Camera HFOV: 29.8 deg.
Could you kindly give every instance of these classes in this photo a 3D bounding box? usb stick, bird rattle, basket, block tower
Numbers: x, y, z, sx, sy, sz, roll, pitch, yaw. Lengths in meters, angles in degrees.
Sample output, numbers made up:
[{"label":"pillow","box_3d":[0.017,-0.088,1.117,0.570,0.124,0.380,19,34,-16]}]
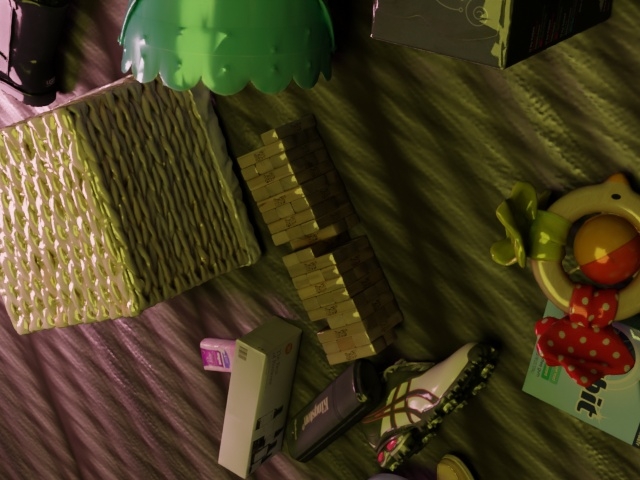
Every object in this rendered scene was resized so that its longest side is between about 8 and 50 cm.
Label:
[{"label":"usb stick","box_3d":[0.015,0.253,1.763,0.278,0.045,0.077,130,134,-54]},{"label":"bird rattle","box_3d":[0.316,0.033,1.419,0.207,0.143,0.253,-31,75,10]},{"label":"basket","box_3d":[-0.323,-0.061,1.791,0.328,0.266,0.331,-11,100,40]},{"label":"block tower","box_3d":[0.000,0.000,1.684,0.097,0.091,0.335,-19,96,40]}]

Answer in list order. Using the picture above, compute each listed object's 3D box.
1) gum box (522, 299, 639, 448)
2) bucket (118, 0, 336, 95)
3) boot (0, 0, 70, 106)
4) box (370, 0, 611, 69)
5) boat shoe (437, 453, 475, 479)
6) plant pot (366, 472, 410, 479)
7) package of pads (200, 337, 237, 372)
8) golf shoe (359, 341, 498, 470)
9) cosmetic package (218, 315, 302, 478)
[{"label":"gum box","box_3d":[0.359,0.159,1.512,0.184,0.041,0.157,26,122,27]},{"label":"bucket","box_3d":[-0.116,-0.302,1.534,0.281,0.281,0.183,15,113,32]},{"label":"boot","box_3d":[-0.508,-0.350,1.913,0.246,0.094,0.207,29,128,16]},{"label":"box","box_3d":[0.194,-0.294,1.291,0.165,0.270,0.143,19,120,30]},{"label":"boat shoe","box_3d":[0.193,0.390,1.720,0.063,0.059,0.170,2,111,51]},{"label":"plant pot","box_3d":[0.086,0.510,1.719,0.293,0.196,0.293,33,137,36]},{"label":"package of pads","box_3d":[-0.151,0.182,1.915,0.083,0.032,0.050,2,107,37]},{"label":"golf shoe","box_3d":[0.134,0.209,1.667,0.120,0.105,0.273,53,131,17]},{"label":"cosmetic package","box_3d":[-0.093,0.242,1.855,0.060,0.099,0.239,25,123,24]}]
